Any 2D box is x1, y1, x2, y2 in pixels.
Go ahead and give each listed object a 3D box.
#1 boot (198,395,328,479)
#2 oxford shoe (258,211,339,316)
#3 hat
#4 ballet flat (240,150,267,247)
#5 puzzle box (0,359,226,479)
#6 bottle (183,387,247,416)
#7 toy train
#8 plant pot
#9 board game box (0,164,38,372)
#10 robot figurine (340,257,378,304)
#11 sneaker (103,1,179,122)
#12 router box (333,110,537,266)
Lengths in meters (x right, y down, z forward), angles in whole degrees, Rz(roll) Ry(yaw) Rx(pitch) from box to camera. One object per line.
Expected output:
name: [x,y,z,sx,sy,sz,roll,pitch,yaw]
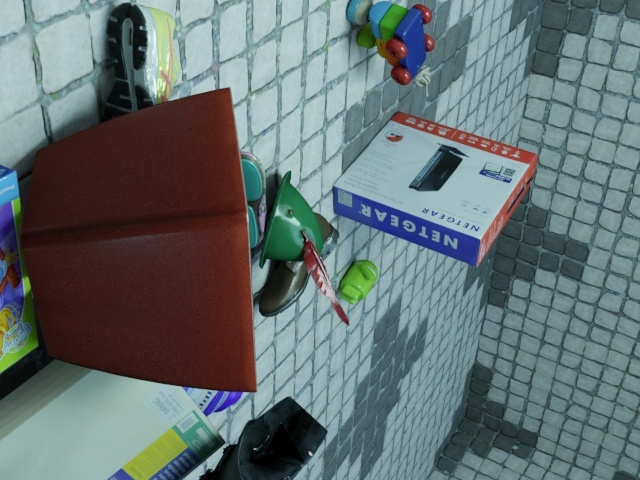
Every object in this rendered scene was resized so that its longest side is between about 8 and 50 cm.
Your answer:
boot: [-0.191,0.485,1.369,0.445,0.146,0.367,-48,-174,32]
oxford shoe: [-0.061,0.041,1.652,0.096,0.082,0.227,48,64,-39]
hat: [0.000,0.000,1.534,0.173,0.183,0.209,-69,175,-69]
ballet flat: [-0.119,-0.081,1.421,0.222,0.076,0.079,90,12,-49]
puzzle box: [-0.303,0.287,1.209,0.272,0.052,0.409,-38,149,-13]
bottle: [-0.207,0.237,1.445,0.118,0.092,0.283,-61,157,-2]
toy train: [0.133,-0.364,1.656,0.105,0.143,0.248,-55,159,-13]
plant pot: [-0.205,0.006,1.011,0.267,0.235,0.267,-103,-170,-51]
board game box: [-0.437,0.088,0.836,0.347,0.078,0.233,-41,144,-48]
robot figurine: [0.090,0.092,2.013,0.115,0.067,0.101,-55,171,-32]
sneaker: [-0.213,-0.194,1.096,0.094,0.081,0.209,-32,137,-58]
router box: [0.244,-0.119,1.837,0.301,0.335,0.082,-51,151,-38]
